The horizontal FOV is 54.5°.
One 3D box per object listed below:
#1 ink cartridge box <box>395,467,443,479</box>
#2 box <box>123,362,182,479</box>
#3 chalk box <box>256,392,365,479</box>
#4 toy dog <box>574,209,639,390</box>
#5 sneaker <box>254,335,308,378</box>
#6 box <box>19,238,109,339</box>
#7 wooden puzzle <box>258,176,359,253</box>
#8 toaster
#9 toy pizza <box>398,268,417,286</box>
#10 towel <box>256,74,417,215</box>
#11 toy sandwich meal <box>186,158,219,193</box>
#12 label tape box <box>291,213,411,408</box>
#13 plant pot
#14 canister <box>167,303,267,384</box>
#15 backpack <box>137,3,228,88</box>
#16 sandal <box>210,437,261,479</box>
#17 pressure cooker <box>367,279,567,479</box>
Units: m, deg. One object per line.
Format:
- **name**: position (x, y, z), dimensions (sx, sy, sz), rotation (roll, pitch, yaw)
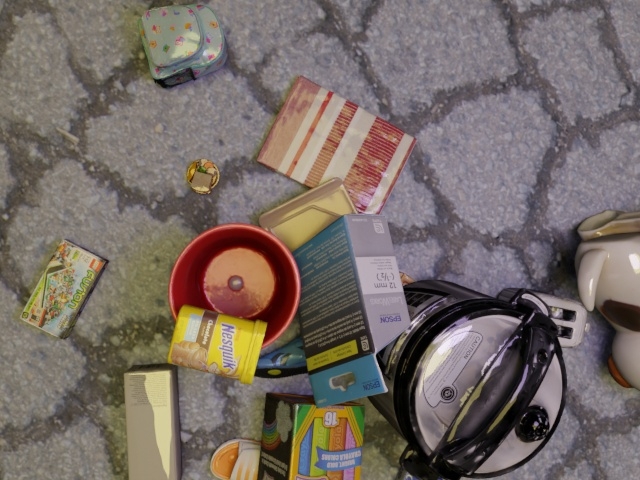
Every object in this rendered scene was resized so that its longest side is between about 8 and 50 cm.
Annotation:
- **ink cartridge box**: position (0.208, 0.649, 1.503), dimensions (0.097, 0.046, 0.207), rotation (27, 87, -6)
- **box**: position (-0.383, 0.427, 1.429), dimensions (0.113, 0.094, 0.274), rotation (-1, 90, -5)
- **chalk box**: position (-0.025, 0.497, 1.379), dimensions (0.179, 0.180, 0.288), rotation (8, 82, -25)
- **toy dog**: position (0.757, 0.153, 1.406), dimensions (0.395, 0.285, 0.407), rotation (-29, 102, -44)
- **sneaker**: position (-0.073, 0.276, 1.481), dimensions (0.210, 0.069, 0.082), rotation (-9, 57, 3)
- **box**: position (-0.594, 0.112, 1.442), dimensions (0.114, 0.036, 0.206), rotation (27, 87, -4)
- **wooden puzzle**: position (0.000, 0.000, 1.471), dimensions (0.221, 0.044, 0.238), rotation (-27, 97, 2)
- **toaster**: position (0.520, 0.183, 1.485), dimensions (0.227, 0.146, 0.129), rotation (13, 87, -5)
- **toy pizza**: position (0.162, 0.166, 1.496), dimensions (0.202, 0.032, 0.201), rotation (-1, 96, -12)
- **towel**: position (0.040, -0.220, 1.503), dimensions (0.329, 0.037, 0.237), rotation (27, 87, -5)
- **toy sandwich meal**: position (-0.281, -0.153, 1.476), dimensions (0.086, 0.029, 0.085), rotation (0, 89, -5)
- **label tape box**: position (0.061, 0.150, 1.280), dimensions (0.115, 0.249, 0.347), rotation (-2, 71, -33)
- **plant pot**: position (-0.185, 0.101, 1.375), dimensions (0.275, 0.243, 0.274), rotation (0, 90, -6)
- **canister**: position (-0.202, 0.202, 1.216), dimensions (0.170, 0.073, 0.126), rotation (14, 89, -3)
- **backpack**: position (-0.310, -0.456, 1.423), dimensions (0.189, 0.144, 0.165), rotation (-15, 85, -8)
- **sandal**: position (-0.125, 0.532, 1.459), dimensions (0.266, 0.076, 0.101), rotation (7, 88, -5)
- **pressure cooker**: position (0.300, 0.280, 1.308), dimensions (0.376, 0.420, 0.369), rotation (-7, 98, -13)
